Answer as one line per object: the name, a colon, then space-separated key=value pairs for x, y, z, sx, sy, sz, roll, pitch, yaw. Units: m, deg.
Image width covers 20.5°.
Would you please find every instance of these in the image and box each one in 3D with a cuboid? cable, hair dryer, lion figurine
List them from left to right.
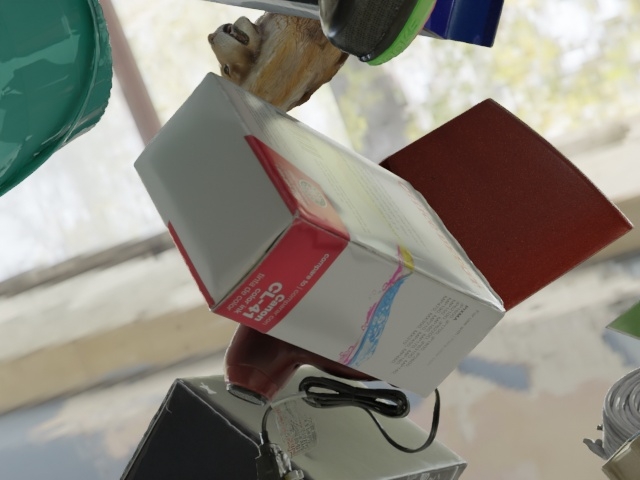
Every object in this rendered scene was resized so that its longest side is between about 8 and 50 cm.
lion figurine: x=-0.007 y=-0.286 z=2.052 sx=0.240 sy=0.142 sz=0.392 roll=-53 pitch=-174 yaw=24
hair dryer: x=0.001 y=0.135 z=1.990 sx=0.223 sy=0.293 sz=0.080 roll=-21 pitch=155 yaw=3
cable: x=0.491 y=0.235 z=2.284 sx=0.257 sy=0.089 sz=0.257 roll=-18 pitch=-157 yaw=-13

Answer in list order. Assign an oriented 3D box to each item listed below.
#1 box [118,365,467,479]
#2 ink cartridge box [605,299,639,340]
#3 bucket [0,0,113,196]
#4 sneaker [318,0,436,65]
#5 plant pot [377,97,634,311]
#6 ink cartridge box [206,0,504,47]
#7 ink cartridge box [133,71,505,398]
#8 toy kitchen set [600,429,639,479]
box: x=-0.095 y=0.457 z=2.611 sx=0.297 sy=0.472 sz=0.480 roll=34 pitch=-165 yaw=25
ink cartridge box: x=0.371 y=0.004 z=1.606 sx=0.235 sy=0.056 sz=0.171 roll=-38 pitch=151 yaw=21
bucket: x=-0.323 y=-0.166 z=1.536 sx=0.183 sy=0.281 sz=0.281 roll=-32 pitch=-163 yaw=-36
sneaker: x=-0.007 y=-0.372 z=1.375 sx=0.202 sy=0.483 sz=0.185 roll=-13 pitch=-163 yaw=-17
plant pot: x=0.178 y=-0.017 z=2.210 sx=0.267 sy=0.236 sz=0.267 roll=-32 pitch=175 yaw=-20
ink cartridge box: x=0.020 y=-0.290 z=1.674 sx=0.333 sy=0.165 sz=0.065 roll=11 pitch=174 yaw=21
ink cartridge box: x=0.000 y=0.000 z=1.675 sx=0.131 sy=0.306 sz=0.226 roll=-47 pitch=-135 yaw=15
toy kitchen set: x=0.422 y=0.247 z=1.799 sx=0.122 sy=0.207 sz=0.166 roll=-33 pitch=167 yaw=-39
